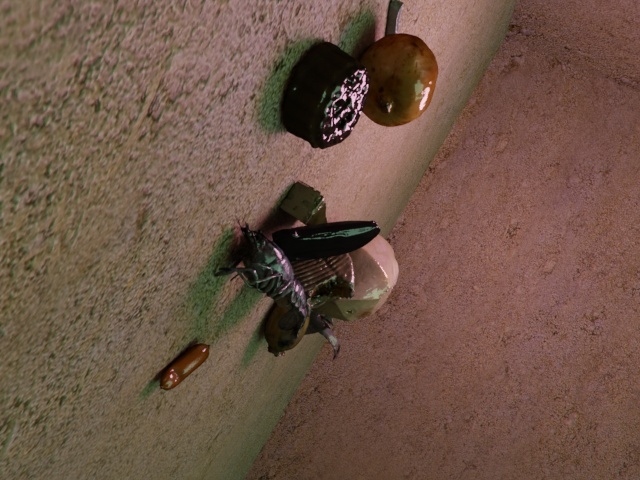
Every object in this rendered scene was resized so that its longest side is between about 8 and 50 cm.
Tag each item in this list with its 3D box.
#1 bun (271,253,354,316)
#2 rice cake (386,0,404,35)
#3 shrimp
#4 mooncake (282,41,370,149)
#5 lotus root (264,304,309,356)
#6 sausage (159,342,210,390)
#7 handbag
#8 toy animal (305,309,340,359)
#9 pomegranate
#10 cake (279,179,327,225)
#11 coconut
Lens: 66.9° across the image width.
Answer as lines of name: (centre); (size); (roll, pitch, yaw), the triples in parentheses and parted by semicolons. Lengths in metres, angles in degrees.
bun: (-0.040, 0.119, 1.565); (0.281, 0.282, 0.204); (-51, 172, -31)
rice cake: (0.204, -0.597, 1.360); (0.029, 0.033, 0.170); (-55, 166, -20)
shrimp: (-0.135, 0.107, 1.277); (0.166, 0.221, 0.410); (-48, 134, -7)
mooncake: (0.018, -0.321, 1.103); (0.228, 0.124, 0.228); (-52, 164, -22)
lotus root: (-0.141, 0.348, 1.861); (0.278, 0.154, 0.154); (-63, 166, 24)
sausage: (-0.359, 0.331, 1.280); (0.183, 0.054, 0.062); (-42, 126, -44)
handbag: (-0.003, 0.000, 1.389); (0.333, 0.074, 0.192); (-5, 162, -27)
toy animal: (0.006, 0.406, 2.139); (0.225, 0.284, 0.302); (-48, 179, -26)
pomegranate: (0.202, -0.429, 1.312); (0.248, 0.248, 0.248); (-54, 165, -22)
cake: (-0.045, -0.068, 1.446); (0.099, 0.100, 0.235); (-54, 164, -16)
coconut: (0.109, 0.150, 1.919); (0.415, 0.345, 0.415); (-57, 169, -18)
